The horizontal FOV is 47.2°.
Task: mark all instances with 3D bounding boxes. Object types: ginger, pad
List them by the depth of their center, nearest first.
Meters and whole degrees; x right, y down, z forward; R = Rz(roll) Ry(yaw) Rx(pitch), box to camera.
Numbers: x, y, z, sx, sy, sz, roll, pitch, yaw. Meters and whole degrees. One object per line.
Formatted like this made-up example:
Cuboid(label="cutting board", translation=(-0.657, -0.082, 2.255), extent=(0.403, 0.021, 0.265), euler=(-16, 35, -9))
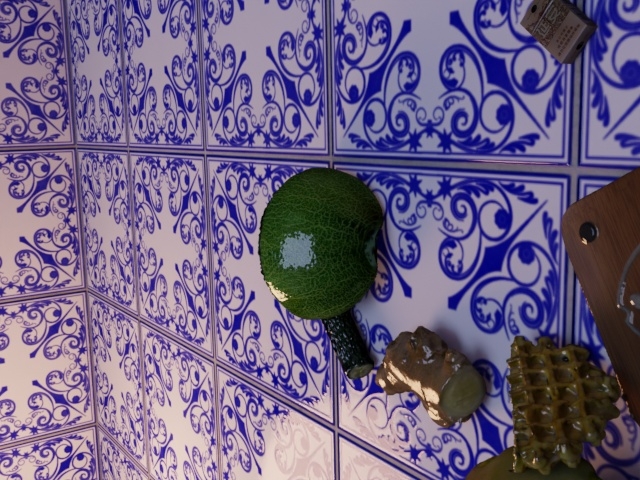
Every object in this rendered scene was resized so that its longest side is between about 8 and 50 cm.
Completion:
Cuboid(label="pad", translation=(0.389, 0.049, 0.747), extent=(0.284, 0.018, 0.286), euler=(-39, 63, 55))
Cuboid(label="ginger", translation=(0.151, 0.191, 1.088), extent=(0.213, 0.074, 0.137), euler=(17, 110, 60))

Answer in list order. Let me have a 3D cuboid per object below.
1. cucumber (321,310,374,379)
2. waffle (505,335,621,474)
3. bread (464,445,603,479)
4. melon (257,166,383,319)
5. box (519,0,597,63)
Cuboid(label="cucumber", translation=(0.034, 0.149, 1.267), extent=(0.058, 0.058, 0.187), euler=(-53, 55, 46))
Cuboid(label="waffle", translation=(0.254, 0.184, 0.840), extent=(0.161, 0.192, 0.046), euler=(14, 134, 44))
Cuboid(label="bread", translation=(0.269, 0.305, 0.818), extent=(0.261, 0.158, 0.156), euler=(20, 141, 41))
Cuboid(label="melon", translation=(0.000, 0.000, 1.183), extent=(0.169, 0.129, 0.265), euler=(1, 84, 44))
Cuboid(label="box", translation=(0.276, -0.252, 0.855), extent=(0.083, 0.024, 0.053), euler=(56, 138, 31))
